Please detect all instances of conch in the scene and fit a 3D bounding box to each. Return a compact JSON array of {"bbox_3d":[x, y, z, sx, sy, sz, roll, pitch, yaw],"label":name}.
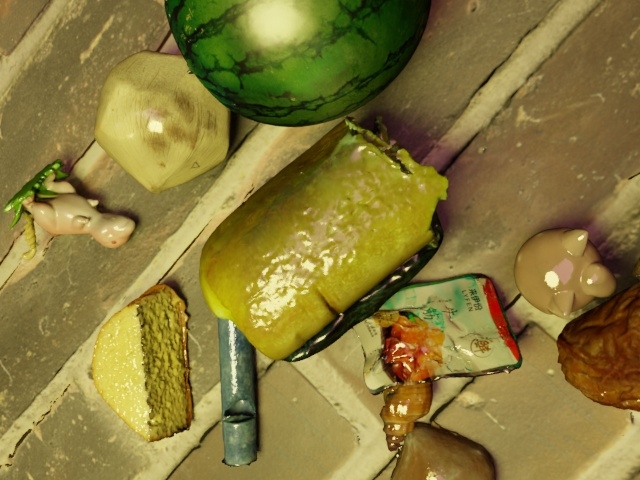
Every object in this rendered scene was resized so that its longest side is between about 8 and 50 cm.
[{"bbox_3d":[0.129,0.203,0.772,0.086,0.080,0.232,-2,65,1],"label":"conch"}]

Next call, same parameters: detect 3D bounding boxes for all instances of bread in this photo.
[{"bbox_3d":[0.000,0.000,0.718,0.377,0.208,0.251,-39,73,6],"label":"bread"},{"bbox_3d":[-0.308,0.211,0.849,0.134,0.129,0.260,-10,86,21],"label":"bread"}]

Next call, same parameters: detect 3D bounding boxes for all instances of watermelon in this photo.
[{"bbox_3d":[-0.032,-0.323,0.674,0.364,0.363,0.362,0,90,14],"label":"watermelon"}]

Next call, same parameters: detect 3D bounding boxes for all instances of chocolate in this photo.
[{"bbox_3d":[0.168,0.423,0.753,0.161,0.083,0.261,17,93,12],"label":"chocolate"}]

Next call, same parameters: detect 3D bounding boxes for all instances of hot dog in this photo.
[{"bbox_3d":[0.460,0.095,0.548,0.387,0.267,0.174,124,143,-46],"label":"hot dog"}]

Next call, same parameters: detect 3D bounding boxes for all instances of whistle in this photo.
[{"bbox_3d":[-0.143,0.221,0.842,0.062,0.062,0.304,-2,89,14],"label":"whistle"}]

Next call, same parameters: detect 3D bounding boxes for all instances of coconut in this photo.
[{"bbox_3d":[-0.249,-0.184,0.799,0.225,0.224,0.224,0,90,14],"label":"coconut"}]

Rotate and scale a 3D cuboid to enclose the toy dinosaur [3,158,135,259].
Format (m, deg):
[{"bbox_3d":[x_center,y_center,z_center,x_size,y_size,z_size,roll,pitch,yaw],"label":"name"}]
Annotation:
[{"bbox_3d":[-0.448,-0.051,0.905,0.194,0.152,0.177,-24,123,21],"label":"toy dinosaur"}]

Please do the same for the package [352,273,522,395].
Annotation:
[{"bbox_3d":[0.159,0.132,0.729,0.232,0.040,0.166,-12,52,7],"label":"package"}]

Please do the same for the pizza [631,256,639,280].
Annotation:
[{"bbox_3d":[0.552,0.030,0.670,0.204,0.081,0.188,-40,64,24],"label":"pizza"}]

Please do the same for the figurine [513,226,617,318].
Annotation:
[{"bbox_3d":[0.334,0.043,0.687,0.125,0.138,0.125,0,90,7],"label":"figurine"}]
